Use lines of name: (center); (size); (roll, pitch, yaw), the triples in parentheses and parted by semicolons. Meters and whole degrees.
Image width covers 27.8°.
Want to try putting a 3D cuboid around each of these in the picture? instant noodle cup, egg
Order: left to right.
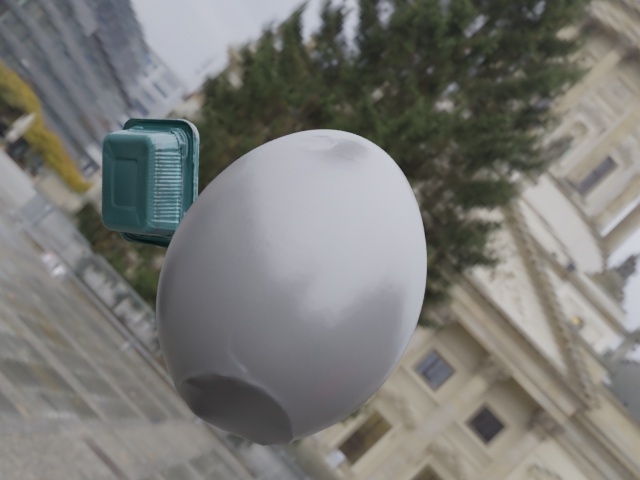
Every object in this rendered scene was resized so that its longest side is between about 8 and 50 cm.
instant noodle cup: (-0.242, -0.078, 1.777); (0.157, 0.179, 0.070); (7, 8, 42)
egg: (-0.015, 0.023, 0.888); (0.176, 0.232, 0.176); (14, -41, 13)
